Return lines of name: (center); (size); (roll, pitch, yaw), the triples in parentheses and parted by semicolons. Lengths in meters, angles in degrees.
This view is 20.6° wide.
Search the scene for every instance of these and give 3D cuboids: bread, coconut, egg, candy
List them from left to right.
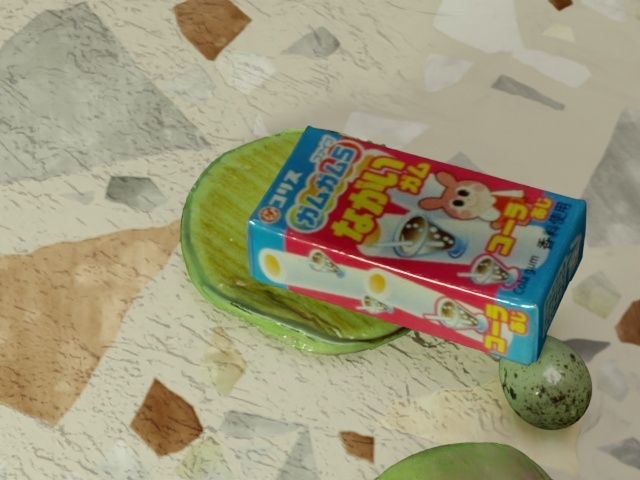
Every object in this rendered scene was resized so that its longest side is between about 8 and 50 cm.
bread: (0.001, -0.005, 1.857); (0.301, 0.045, 0.301); (4, 52, -5)
candy: (0.095, 0.001, 1.751); (0.306, 0.100, 0.157); (16, 51, 18)
coconut: (0.136, 0.289, 1.545); (0.204, 0.236, 0.236); (-44, 59, 13)
egg: (0.220, 0.137, 1.743); (0.085, 0.085, 0.110); (-17, 43, -18)
